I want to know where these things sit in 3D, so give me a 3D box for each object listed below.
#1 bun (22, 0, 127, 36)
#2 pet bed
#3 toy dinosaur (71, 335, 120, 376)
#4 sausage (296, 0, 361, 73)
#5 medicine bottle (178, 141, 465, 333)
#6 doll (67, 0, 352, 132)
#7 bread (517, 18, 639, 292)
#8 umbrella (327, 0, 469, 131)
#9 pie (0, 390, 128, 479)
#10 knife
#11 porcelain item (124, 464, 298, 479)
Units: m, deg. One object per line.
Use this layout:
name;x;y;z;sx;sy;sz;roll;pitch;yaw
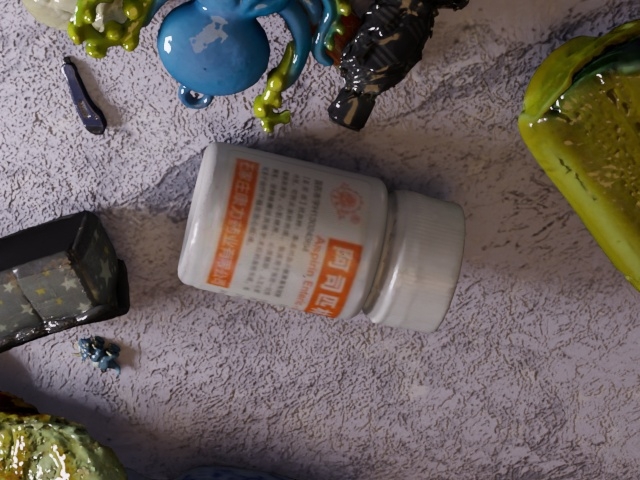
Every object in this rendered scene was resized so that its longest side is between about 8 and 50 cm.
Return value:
bun;-0.295;-0.354;1.774;0.220;0.134;0.220;-2;118;-3
pet bed;-0.397;0.074;2.002;0.211;0.183;0.159;-19;113;8
toy dinosaur;-0.344;0.180;2.148;0.083;0.030;0.047;27;118;-15
sausage;0.006;-0.297;1.847;0.083;0.083;0.264;-34;117;18
medicine bottle;0.000;0.000;1.942;0.371;0.211;0.211;13;120;-8
doll;-0.131;-0.313;1.751;0.346;0.099;0.341;10;120;-20
bread;0.442;-0.123;1.874;0.251;0.208;0.376;-28;117;26
umbrella;0.102;-0.296;1.770;0.154;0.128;0.336;29;97;-50
pie;-0.482;0.414;2.112;0.418;0.180;0.395;35;118;19
knife;-0.332;-0.201;1.931;0.031;0.018;0.121;-13;119;15
porcelain item;-0.133;0.467;2.201;0.405;0.242;0.178;8;96;-5
